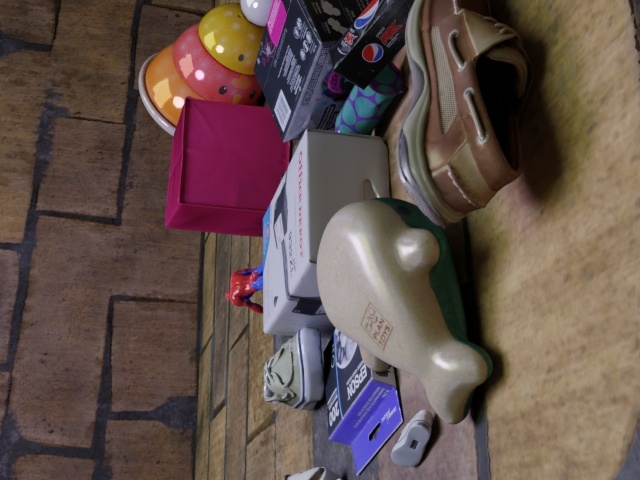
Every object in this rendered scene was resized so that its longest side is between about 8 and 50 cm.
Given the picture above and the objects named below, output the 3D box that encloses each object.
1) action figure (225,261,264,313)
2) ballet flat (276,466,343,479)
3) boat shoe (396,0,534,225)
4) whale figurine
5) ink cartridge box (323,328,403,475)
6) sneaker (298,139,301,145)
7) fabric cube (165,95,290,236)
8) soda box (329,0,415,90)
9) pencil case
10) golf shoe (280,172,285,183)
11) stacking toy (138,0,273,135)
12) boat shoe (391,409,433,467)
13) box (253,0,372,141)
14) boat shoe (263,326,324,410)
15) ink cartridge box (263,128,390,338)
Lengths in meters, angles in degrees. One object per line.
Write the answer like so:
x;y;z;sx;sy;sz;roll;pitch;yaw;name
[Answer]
-0.094;0.088;1.788;0.280;0.139;0.091;-28;52;46;action figure
0.000;0.402;1.270;0.348;0.123;0.123;-179;94;-76;ballet flat
0.160;-0.162;0.858;0.116;0.123;0.324;-21;49;37;boat shoe
0.110;0.069;0.956;0.272;0.141;0.216;51;140;34;whale figurine
0.055;0.205;1.229;0.206;0.045;0.208;114;155;-51;ink cartridge box
0.010;-0.231;1.505;0.132;0.086;0.228;-169;75;-71;sneaker
-0.218;-0.165;1.994;0.258;0.254;0.259;142;132;-71;fabric cube
0.086;-0.284;1.127;0.169;0.060;0.053;-45;32;30;soda box
0.072;-0.202;1.262;0.064;0.070;0.151;54;150;11;pencil case
-0.050;-0.044;1.679;0.198;0.077;0.094;-87;6;-47;golf shoe
-0.239;-0.499;2.219;0.480;0.350;0.350;-48;37;43;stacking toy
0.113;0.238;1.025;0.100;0.035;0.035;105;-170;-45;boat shoe
0.006;-0.294;1.340;0.247;0.142;0.163;117;135;-58;box
-0.048;0.228;1.422;0.302;0.094;0.109;100;167;-63;boat shoe
0.000;0.000;1.338;0.307;0.129;0.223;123;150;-61;ink cartridge box
